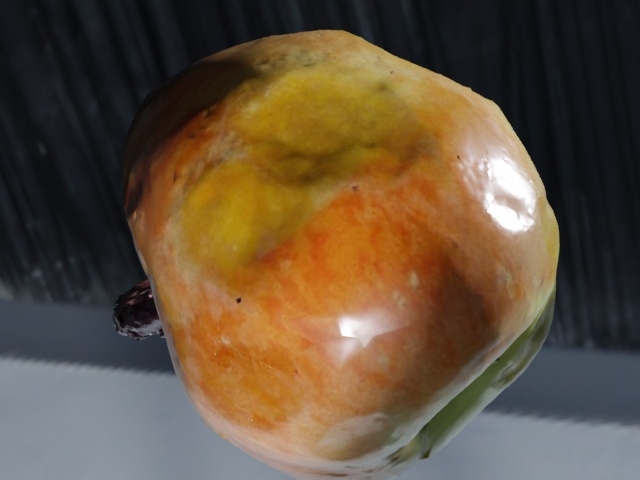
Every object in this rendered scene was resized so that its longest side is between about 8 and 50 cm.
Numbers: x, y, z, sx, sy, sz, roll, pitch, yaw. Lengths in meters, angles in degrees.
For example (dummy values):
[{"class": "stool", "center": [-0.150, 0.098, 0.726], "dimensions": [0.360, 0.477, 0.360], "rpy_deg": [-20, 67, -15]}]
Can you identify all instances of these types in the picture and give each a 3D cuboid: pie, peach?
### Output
[{"class": "pie", "center": [-0.077, 0.028, 1.191], "dimensions": [0.154, 0.036, 0.154], "rpy_deg": [-24, 10, 5]}, {"class": "peach", "center": [0.000, 0.000, 0.849], "dimensions": [0.214, 0.214, 0.235], "rpy_deg": [-30, 63, -19]}]
